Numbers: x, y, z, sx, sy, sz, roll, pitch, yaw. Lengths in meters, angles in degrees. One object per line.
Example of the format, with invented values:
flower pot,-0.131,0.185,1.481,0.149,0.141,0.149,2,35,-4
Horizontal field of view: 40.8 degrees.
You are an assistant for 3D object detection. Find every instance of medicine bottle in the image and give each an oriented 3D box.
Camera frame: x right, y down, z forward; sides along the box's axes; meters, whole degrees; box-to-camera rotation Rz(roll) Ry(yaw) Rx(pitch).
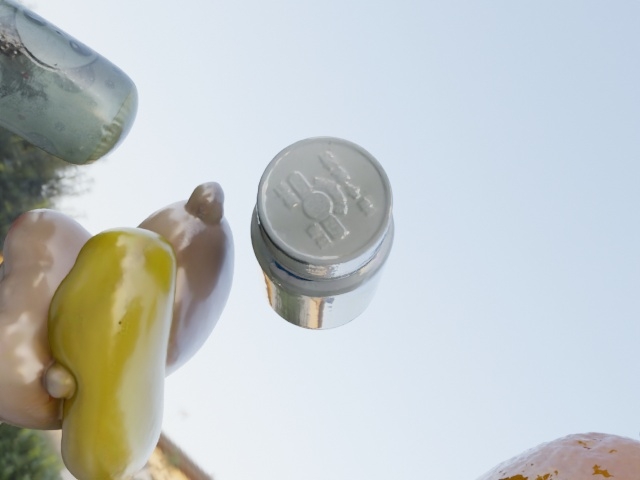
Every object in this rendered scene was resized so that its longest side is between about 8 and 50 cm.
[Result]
medicine bottle,0.000,0.000,0.869,0.143,0.143,0.258,60,-8,15

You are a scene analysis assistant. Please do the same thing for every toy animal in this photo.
toy animal,-0.247,0.055,0.892,0.246,0.345,0.277,17,-34,12

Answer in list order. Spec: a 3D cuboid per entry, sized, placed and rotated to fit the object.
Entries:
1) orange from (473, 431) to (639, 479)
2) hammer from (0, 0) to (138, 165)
orange,0.215,0.299,0.652,0.312,0.312,0.312,45,-32,39
hammer,-0.295,-0.181,0.908,0.202,0.113,0.305,34,6,-21
